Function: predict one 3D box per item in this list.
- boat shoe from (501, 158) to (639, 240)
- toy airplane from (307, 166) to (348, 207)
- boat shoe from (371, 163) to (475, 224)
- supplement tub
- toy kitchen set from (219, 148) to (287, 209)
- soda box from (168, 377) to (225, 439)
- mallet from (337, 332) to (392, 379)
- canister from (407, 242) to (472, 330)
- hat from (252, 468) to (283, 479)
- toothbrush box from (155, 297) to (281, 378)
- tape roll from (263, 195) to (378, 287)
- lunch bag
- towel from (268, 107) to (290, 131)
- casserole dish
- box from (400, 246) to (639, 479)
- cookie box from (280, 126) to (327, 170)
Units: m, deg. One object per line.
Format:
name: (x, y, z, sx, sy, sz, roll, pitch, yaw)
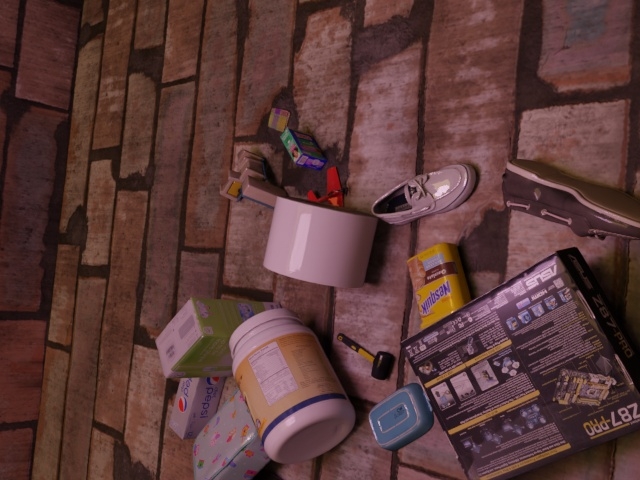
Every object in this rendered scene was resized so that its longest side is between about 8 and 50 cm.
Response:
boat shoe: (0.460, -0.057, 1.367, 0.335, 0.112, 0.096, 38, 130, 50)
toy airplane: (0.016, -0.111, 1.922, 0.151, 0.028, 0.151, -7, 80, 47)
boat shoe: (0.220, -0.097, 1.647, 0.258, 0.084, 0.095, -31, 62, 42)
supplement tub: (-0.076, 0.343, 1.807, 0.228, 0.228, 0.316, -53, 49, 29)
toy kitchen set: (-0.194, -0.131, 2.125, 0.166, 0.122, 0.207, -54, 28, 29)
soda box: (-0.349, 0.429, 2.200, 0.091, 0.098, 0.287, 26, 104, 46)
mallet: (0.101, 0.254, 1.770, 0.189, 0.039, 0.062, 39, 114, 48)
canister: (0.253, 0.104, 1.590, 0.126, 0.073, 0.170, -32, 60, 41)
hat: (-0.192, 0.749, 1.950, 0.331, 0.133, 0.332, -11, 75, 47)
toothbrush box: (-0.254, 0.258, 1.978, 0.206, 0.283, 0.122, -46, 54, 33)
tape roll: (0.000, 0.000, 1.761, 0.246, 0.246, 0.169, 19, 99, 48)
lunch bag: (-0.220, 0.524, 1.988, 0.279, 0.107, 0.224, -48, 29, 17)
towel: (-0.117, -0.339, 2.120, 0.083, 0.009, 0.060, 24, 103, 48)
casserole dish: (0.171, 0.391, 1.667, 0.188, 0.037, 0.114, -42, 55, 35)
box: (0.368, 0.241, 1.371, 0.395, 0.097, 0.318, -39, 69, 38)
cookie box: (-0.044, -0.238, 1.961, 0.040, 0.091, 0.107, -50, 51, 28)
